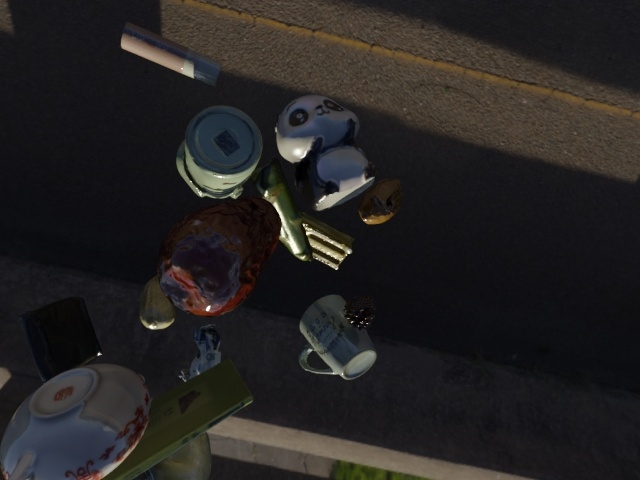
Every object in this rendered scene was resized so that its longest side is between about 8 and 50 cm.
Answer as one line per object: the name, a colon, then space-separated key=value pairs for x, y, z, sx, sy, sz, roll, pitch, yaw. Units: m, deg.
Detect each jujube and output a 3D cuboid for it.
jujube: x=-0.165 y=0.017 z=0.719 sx=0.189 sy=0.255 sz=0.190 roll=19 pitch=129 yaw=25

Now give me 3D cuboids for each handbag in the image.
handbag: x=-0.859 y=0.324 z=1.360 sx=0.080 sy=0.223 sz=0.247 roll=-15 pitch=96 yaw=12

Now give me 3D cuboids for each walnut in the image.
walnut: x=0.220 y=-0.143 z=1.458 sx=0.137 sy=0.245 sz=0.137 roll=22 pitch=134 yaw=24

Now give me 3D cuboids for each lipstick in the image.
lipstick: x=-0.407 y=-0.511 z=1.121 sx=0.254 sy=0.070 sz=0.070 roll=17 pitch=121 yaw=-21

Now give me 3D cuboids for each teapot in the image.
teapot: x=-0.293 y=0.225 z=0.478 sx=0.159 sy=0.246 sz=0.116 roll=12 pitch=124 yaw=9

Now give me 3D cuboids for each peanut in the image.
peanut: x=-0.720 y=0.275 z=1.789 sx=0.152 sy=0.313 sz=0.152 roll=-13 pitch=128 yaw=-17

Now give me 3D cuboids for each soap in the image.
soap: x=0.000 y=0.001 z=1.549 sx=0.233 sy=0.076 sz=0.135 roll=28 pitch=131 yaw=-9

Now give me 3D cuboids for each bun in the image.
bun: x=-0.412 y=0.592 z=1.060 sx=0.272 sy=0.273 sz=0.168 roll=-36 pitch=139 yaw=21

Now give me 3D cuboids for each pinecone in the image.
pinecone: x=0.117 y=0.214 z=1.212 sx=0.102 sy=0.102 sz=0.110 roll=1 pitch=133 yaw=2

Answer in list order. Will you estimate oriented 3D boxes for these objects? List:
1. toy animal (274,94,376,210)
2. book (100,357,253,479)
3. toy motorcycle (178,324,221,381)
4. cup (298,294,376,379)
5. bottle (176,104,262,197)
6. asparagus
toy animal: x=0.000 y=-0.261 z=1.170 sx=0.250 sy=0.251 sz=0.310 roll=-25 pitch=84 yaw=17
book: x=-0.319 y=0.375 z=0.825 sx=0.351 sy=0.239 sz=0.035 roll=-26 pitch=101 yaw=-20
toy motorcycle: x=-0.396 y=0.392 z=1.351 sx=0.150 sy=0.222 sz=0.102 roll=-5 pitch=166 yaw=30
cup: x=0.041 y=0.349 z=1.330 sx=0.258 sy=0.234 sz=0.186 roll=-49 pitch=136 yaw=9
bottle: x=-0.313 y=-0.247 z=1.236 sx=0.228 sy=0.351 sz=0.230 roll=3 pitch=81 yaw=-18
asparagus: x=-0.084 y=-0.060 z=0.952 sx=0.084 sy=0.082 sz=0.343 roll=4 pitch=145 yaw=19
